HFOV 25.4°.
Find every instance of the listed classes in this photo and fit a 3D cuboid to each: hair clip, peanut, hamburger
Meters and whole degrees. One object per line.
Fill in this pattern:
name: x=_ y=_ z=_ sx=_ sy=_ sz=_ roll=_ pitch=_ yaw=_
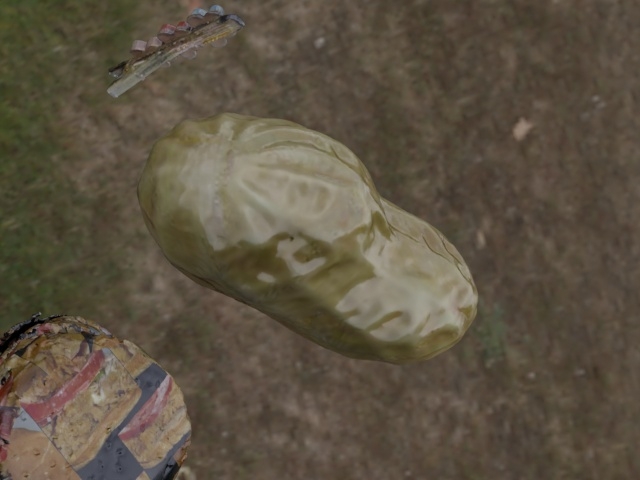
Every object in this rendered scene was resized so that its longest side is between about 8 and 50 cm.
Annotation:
hair clip: x=-0.170 y=-0.229 z=1.665 sx=0.062 sy=0.213 sz=0.056 roll=36 pitch=42 yaw=-39
peanut: x=0.000 y=0.000 z=0.682 sx=0.194 sy=0.093 sz=0.083 roll=27 pitch=27 yaw=-30
hamburger: x=-0.232 y=0.179 z=1.322 sx=0.231 sy=0.106 sz=0.231 roll=-3 pitch=94 yaw=-45
